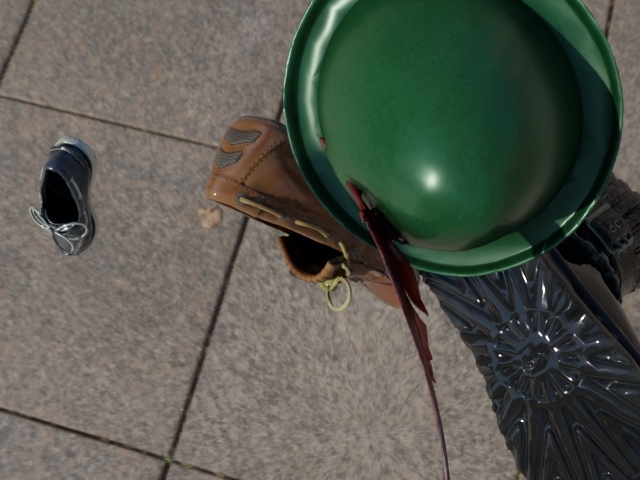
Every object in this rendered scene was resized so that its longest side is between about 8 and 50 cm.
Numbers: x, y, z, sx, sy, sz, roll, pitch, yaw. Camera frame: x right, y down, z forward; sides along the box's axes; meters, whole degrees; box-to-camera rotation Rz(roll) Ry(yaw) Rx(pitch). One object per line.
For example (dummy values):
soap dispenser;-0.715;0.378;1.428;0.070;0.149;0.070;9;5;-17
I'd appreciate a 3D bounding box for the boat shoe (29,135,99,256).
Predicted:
boat shoe;-0.397;-0.050;1.175;0.095;0.255;0.079;28;49;-2

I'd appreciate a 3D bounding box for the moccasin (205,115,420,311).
moccasin;0.002;0.001;0.958;0.139;0.380;0.147;17;74;39

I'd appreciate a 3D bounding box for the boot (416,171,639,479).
boot;0.247;0.071;0.674;0.131;0.260;0.348;-37;73;38

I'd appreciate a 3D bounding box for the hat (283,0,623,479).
hat;0.040;-0.029;0.319;0.208;0.183;0.173;41;119;5
